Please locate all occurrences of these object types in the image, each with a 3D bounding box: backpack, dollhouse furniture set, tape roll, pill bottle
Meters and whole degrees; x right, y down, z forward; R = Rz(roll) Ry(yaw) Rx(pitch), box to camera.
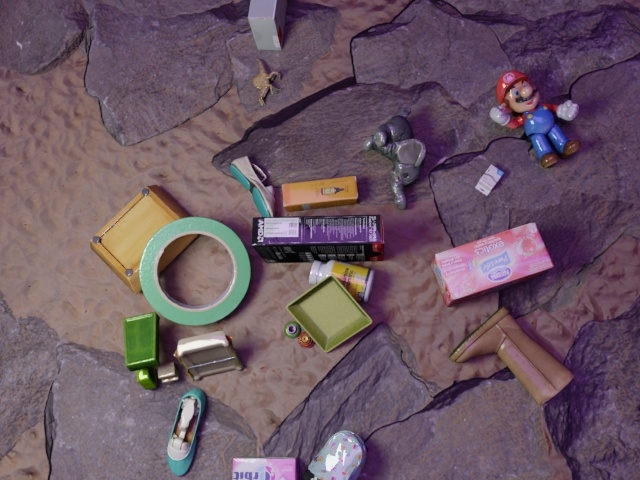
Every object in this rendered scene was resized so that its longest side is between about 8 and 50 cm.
[{"bbox_3d":[0.054,0.615,1.611,0.152,0.115,0.182,33,78,15],"label":"backpack"},{"bbox_3d":[-0.394,0.305,1.711,0.301,0.197,0.151,-12,55,-2],"label":"dollhouse furniture set"},{"bbox_3d":[-0.371,0.089,1.747,0.321,0.077,0.321,-1,93,-13],"label":"tape roll"},{"bbox_3d":[0.064,0.116,1.748,0.184,0.103,0.103,13,77,9],"label":"pill bottle"}]

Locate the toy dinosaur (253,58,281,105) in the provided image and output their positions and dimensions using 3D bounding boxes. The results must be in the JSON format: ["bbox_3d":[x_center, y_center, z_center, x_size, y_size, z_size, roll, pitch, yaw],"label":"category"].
[{"bbox_3d":[-0.182,-0.549,1.976,0.093,0.053,0.183,-5,75,5],"label":"toy dinosaur"}]

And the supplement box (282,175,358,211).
[{"bbox_3d":[0.001,-0.144,1.839,0.233,0.080,0.078,-6,75,5],"label":"supplement box"}]

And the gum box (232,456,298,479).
[{"bbox_3d":[-0.149,0.664,1.643,0.188,0.062,0.107,-2,75,5],"label":"gum box"}]

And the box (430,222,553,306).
[{"bbox_3d":[0.488,0.073,1.694,0.300,0.154,0.142,-18,74,-1],"label":"box"}]

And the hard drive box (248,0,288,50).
[{"bbox_3d":[-0.172,-0.791,1.974,0.089,0.181,0.232,5,76,6],"label":"hard drive box"}]

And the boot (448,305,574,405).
[{"bbox_3d":[0.535,0.351,1.650,0.236,0.089,0.269,-39,76,-5],"label":"boot"}]

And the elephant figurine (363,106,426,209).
[{"bbox_3d":[0.260,-0.254,1.821,0.239,0.186,0.169,49,41,4],"label":"elephant figurine"}]

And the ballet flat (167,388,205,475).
[{"bbox_3d":[-0.395,0.549,1.685,0.083,0.087,0.247,11,77,8],"label":"ballet flat"}]

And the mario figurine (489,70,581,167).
[{"bbox_3d":[0.653,-0.384,1.788,0.198,0.170,0.320,-26,80,-38],"label":"mario figurine"}]

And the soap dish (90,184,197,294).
[{"bbox_3d":[-0.552,-0.013,1.834,0.229,0.118,0.291,42,81,14],"label":"soap dish"}]

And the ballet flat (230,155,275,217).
[{"bbox_3d":[-0.195,-0.171,1.867,0.086,0.086,0.248,-34,74,-4],"label":"ballet flat"}]

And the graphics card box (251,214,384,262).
[{"bbox_3d":[0.000,0.000,1.719,0.371,0.233,0.094,-2,76,6],"label":"graphics card box"}]

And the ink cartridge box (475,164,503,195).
[{"bbox_3d":[0.525,-0.187,1.824,0.048,0.028,0.083,36,82,13],"label":"ink cartridge box"}]

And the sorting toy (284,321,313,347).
[{"bbox_3d":[-0.063,0.275,1.750,0.102,0.042,0.061,32,80,13],"label":"sorting toy"}]

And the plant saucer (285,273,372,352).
[{"bbox_3d":[0.028,0.206,1.708,0.188,0.045,0.188,-37,98,23],"label":"plant saucer"}]
